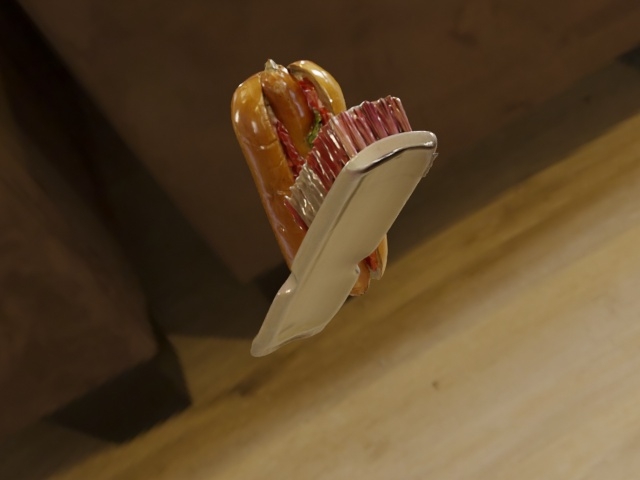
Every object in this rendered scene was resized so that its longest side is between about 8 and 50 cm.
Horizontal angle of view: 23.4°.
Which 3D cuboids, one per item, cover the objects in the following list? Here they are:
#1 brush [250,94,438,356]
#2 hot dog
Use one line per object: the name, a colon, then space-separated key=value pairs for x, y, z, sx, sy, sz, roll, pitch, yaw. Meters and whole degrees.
brush: x=0.000 y=0.000 z=0.964 sx=0.060 sy=0.321 sz=0.050 roll=-22 pitch=73 yaw=-20
hot dog: x=-0.006 y=-0.046 z=1.191 sx=0.092 sy=0.236 sz=0.062 roll=-21 pitch=39 yaw=3
